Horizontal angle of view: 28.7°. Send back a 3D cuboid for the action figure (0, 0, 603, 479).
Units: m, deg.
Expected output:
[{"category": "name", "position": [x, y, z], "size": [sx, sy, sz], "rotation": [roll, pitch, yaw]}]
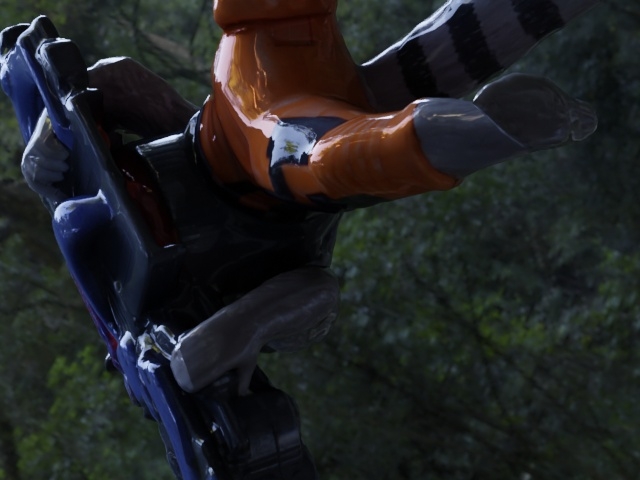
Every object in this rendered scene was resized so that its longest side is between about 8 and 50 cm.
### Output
[{"category": "action figure", "position": [0.000, 0.000, 0.546], "size": [0.178, 0.341, 0.330], "rotation": [-9, -24, -38]}]
